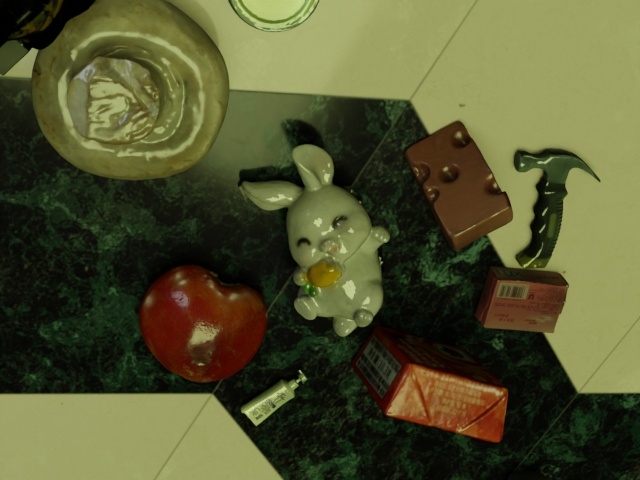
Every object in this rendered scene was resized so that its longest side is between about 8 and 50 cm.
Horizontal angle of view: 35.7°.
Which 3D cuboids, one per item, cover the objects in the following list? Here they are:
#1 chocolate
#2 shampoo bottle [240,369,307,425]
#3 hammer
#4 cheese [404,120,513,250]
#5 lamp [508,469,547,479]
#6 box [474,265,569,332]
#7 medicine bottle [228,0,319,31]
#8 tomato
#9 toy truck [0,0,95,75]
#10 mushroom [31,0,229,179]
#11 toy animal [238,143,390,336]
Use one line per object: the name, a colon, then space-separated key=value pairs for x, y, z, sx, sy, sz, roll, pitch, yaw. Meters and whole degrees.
chocolate: x=0.201 y=0.257 z=1.812 sx=0.235 sy=0.237 sz=0.108 roll=16 pitch=101 yaw=-16
shampoo bottle: x=-0.083 y=0.297 z=1.889 sx=0.141 sy=0.034 sz=0.049 roll=-36 pitch=109 yaw=7
hammer: x=0.414 y=-0.055 z=1.805 sx=0.159 sy=0.041 sz=0.226 roll=3 pitch=114 yaw=-10
cheese: x=0.253 y=-0.071 z=1.690 sx=0.128 sy=0.177 sz=0.203 roll=-27 pitch=117 yaw=3
lamp: x=0.433 y=0.595 z=2.075 sx=0.121 sy=0.121 sz=0.214 roll=-3 pitch=104 yaw=-9
box: x=0.380 y=0.113 z=1.870 sx=0.156 sy=0.060 sz=0.111 roll=7 pitch=114 yaw=-11
medicine bottle: x=-0.073 y=-0.395 z=1.493 sx=0.147 sy=0.143 sz=0.147 roll=-3 pitch=114 yaw=-6
tomato: x=-0.205 y=0.164 z=1.743 sx=0.233 sy=0.139 sz=0.200 roll=19 pitch=117 yaw=-19
toy truck: x=-0.484 y=-0.342 z=1.392 sx=0.405 sy=0.254 sz=0.180 roll=-38 pitch=132 yaw=17
mushroom: x=-0.280 y=-0.209 z=1.462 sx=0.297 sy=0.290 sz=0.297 roll=-4 pitch=116 yaw=-7
toy animal: x=0.007 y=0.001 z=1.701 sx=0.208 sy=0.154 sz=0.325 roll=-31 pitch=97 yaw=28
